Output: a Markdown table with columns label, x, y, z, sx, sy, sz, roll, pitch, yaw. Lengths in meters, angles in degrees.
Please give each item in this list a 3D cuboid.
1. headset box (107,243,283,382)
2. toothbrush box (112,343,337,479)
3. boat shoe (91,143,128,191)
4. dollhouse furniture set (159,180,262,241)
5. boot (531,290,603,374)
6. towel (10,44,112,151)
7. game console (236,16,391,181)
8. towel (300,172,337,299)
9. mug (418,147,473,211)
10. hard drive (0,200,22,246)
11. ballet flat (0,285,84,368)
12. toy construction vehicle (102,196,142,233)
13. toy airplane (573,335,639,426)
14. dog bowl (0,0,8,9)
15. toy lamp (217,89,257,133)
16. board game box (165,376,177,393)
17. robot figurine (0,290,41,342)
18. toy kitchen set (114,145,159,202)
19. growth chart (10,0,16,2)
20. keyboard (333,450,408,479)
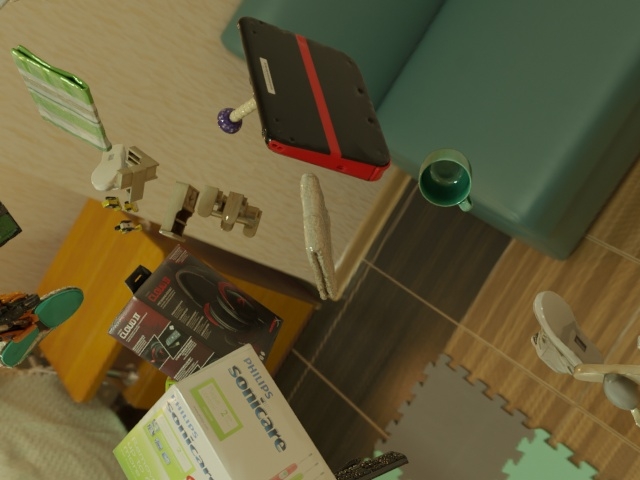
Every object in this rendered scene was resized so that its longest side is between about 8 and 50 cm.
| label | x | y | z | sx | sy | sz | roll | pitch | yaw |
| --- | --- | --- | --- | --- | --- | --- | --- | --- | --- |
| headset box | -0.236 | 0.152 | 1.296 | 0.110 | 0.293 | 0.218 | -50 | 6 | 25 |
| toothbrush box | -0.133 | 0.291 | 0.888 | 0.206 | 0.122 | 0.283 | 56 | 137 | 11 |
| boat shoe | -0.449 | -0.145 | 1.501 | 0.066 | 0.063 | 0.184 | -19 | 33 | -2 |
| dollhouse furniture set | -0.320 | -0.060 | 2.026 | 0.242 | 0.212 | 0.160 | 15 | 82 | 12 |
| boot | 0.523 | 0.219 | 1.570 | 0.123 | 0.258 | 0.095 | -14 | 31 | 52 |
| towel | -0.325 | -0.179 | 0.888 | 0.113 | 0.152 | 0.023 | 28 | 67 | 5 |
| game console | -0.015 | -0.316 | 1.559 | 0.060 | 0.342 | 0.386 | -45 | 49 | 40 |
| towel | 0.000 | 0.000 | 1.524 | 0.049 | 0.282 | 0.187 | -8 | 63 | 4 |
| mug | 0.314 | -0.152 | 1.732 | 0.130 | 0.157 | 0.097 | -1 | 31 | 13 |
| hard drive | -0.824 | 0.008 | 1.453 | 0.339 | 0.237 | 0.064 | -40 | 69 | -19 |
| ballet flat | -0.648 | 0.185 | 1.571 | 0.077 | 0.091 | 0.241 | 13 | 48 | 43 |
| toy construction vehicle | -0.454 | -0.057 | 1.590 | 0.035 | 0.098 | 0.085 | -26 | 82 | 23 |
| toy airplane | 0.756 | 0.284 | 1.352 | 0.386 | 0.385 | 0.272 | 155 | 117 | -79 |
| dog bowl | -0.386 | -0.393 | 0.868 | 0.265 | 0.104 | 0.264 | -32 | 34 | 25 |
| toy lamp | -0.165 | -0.330 | 1.689 | 0.275 | 0.080 | 0.080 | -20 | 59 | 57 |
| board game box | -0.325 | 0.391 | 1.582 | 0.092 | 0.043 | 0.181 | -110 | 22 | -79 |
| robot figurine | -0.631 | 0.176 | 1.212 | 0.211 | 0.291 | 0.085 | -9 | 106 | 39 |
| toy kitchen set | -0.357 | -0.120 | 1.284 | 0.075 | 0.083 | 0.068 | 35 | 128 | 25 |
| growth chart | -0.503 | -0.426 | 1.091 | 0.238 | 0.021 | 0.171 | -6 | 57 | -10 |
| keyboard | 0.042 | 0.565 | 1.641 | 0.201 | 0.317 | 0.033 | -35 | 71 | 64 |
